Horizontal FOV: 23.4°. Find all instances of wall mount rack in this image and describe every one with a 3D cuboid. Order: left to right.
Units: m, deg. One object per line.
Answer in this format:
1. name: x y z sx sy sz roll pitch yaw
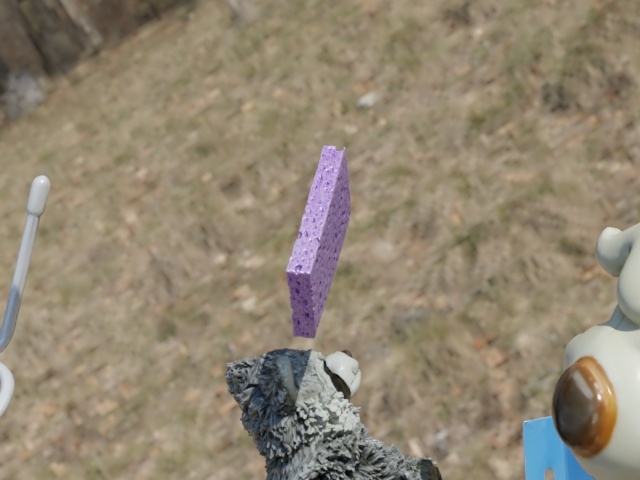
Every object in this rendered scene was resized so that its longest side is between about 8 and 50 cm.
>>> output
1. wall mount rack: -0.395 0.057 1.531 0.304 0.130 0.350 -45 37 -17

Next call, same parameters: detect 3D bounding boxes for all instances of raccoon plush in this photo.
1. raccoon plush: -0.035 0.340 1.917 0.216 0.299 0.446 -31 28 47

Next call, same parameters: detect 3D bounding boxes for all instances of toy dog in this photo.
1. toy dog: 0.460 0.134 1.790 0.408 0.395 0.284 -36 -38 20

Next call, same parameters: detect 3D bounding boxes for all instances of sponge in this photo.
1. sponge: 0.000 0.000 1.840 0.117 0.031 0.210 84 -164 -47

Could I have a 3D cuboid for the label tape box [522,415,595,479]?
1. label tape box: 0.485 0.374 2.319 0.348 0.249 0.115 -5 4 -20
